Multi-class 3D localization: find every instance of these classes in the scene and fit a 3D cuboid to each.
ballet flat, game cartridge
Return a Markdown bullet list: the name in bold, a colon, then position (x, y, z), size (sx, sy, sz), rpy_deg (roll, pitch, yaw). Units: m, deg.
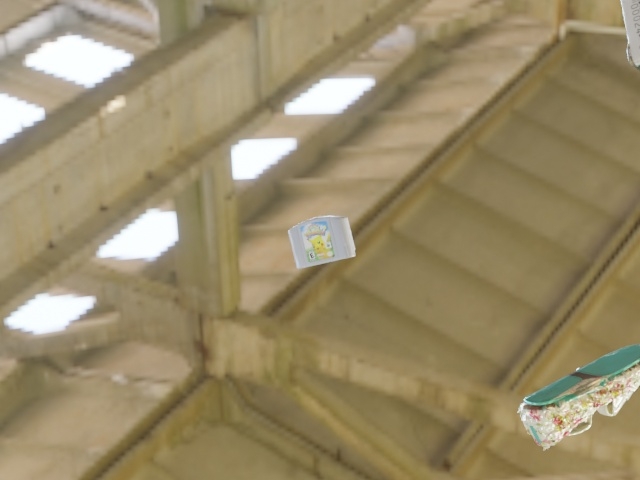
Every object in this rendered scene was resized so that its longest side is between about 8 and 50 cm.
- **ballet flat**: position (0.367, 0.215, 1.967), size (0.241, 0.077, 0.091), rpy_deg (-21, -165, -29)
- **game cartridge**: position (0.000, 0.000, 1.701), size (0.083, 0.056, 0.017), rpy_deg (-14, 177, 34)

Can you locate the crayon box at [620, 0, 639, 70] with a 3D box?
- **crayon box**: position (0.398, -0.273, 1.179), size (0.318, 0.202, 0.081), rpy_deg (-20, 154, 34)
